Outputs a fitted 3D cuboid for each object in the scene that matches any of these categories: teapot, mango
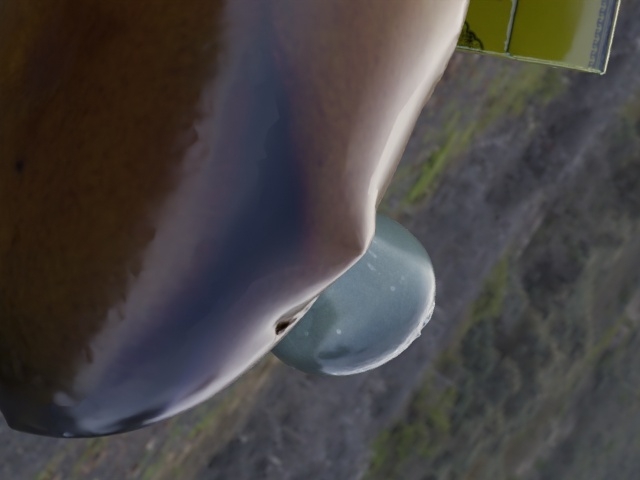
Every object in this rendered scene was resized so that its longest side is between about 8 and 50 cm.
[{"bbox_3d":[0.000,0.000,1.400,0.183,0.183,0.251,-51,137,-28],"label":"teapot"},{"bbox_3d":[-0.046,-0.060,0.584,0.152,0.201,0.287,14,97,-55],"label":"mango"}]

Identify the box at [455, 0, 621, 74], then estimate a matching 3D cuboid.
[{"bbox_3d":[0.090,-0.222,1.119,0.041,0.279,0.153,-13,114,-76],"label":"box"}]
